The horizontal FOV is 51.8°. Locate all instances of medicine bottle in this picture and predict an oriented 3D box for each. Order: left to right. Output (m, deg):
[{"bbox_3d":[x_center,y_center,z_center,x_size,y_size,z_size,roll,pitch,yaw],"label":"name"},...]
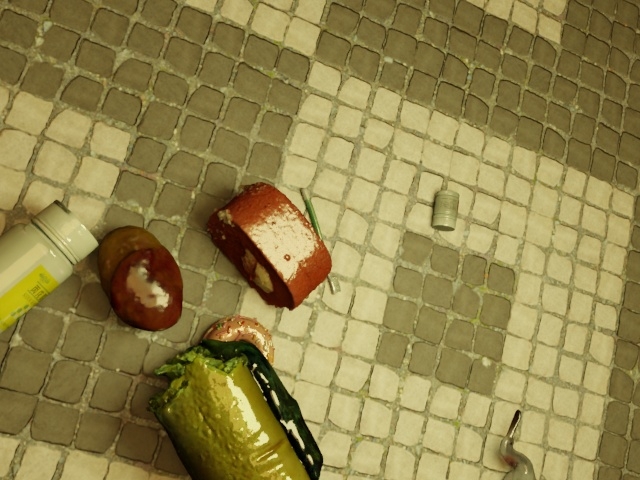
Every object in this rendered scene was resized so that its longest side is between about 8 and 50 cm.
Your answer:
[{"bbox_3d":[-0.565,0.048,1.254,0.143,0.143,0.258,47,70,-7],"label":"medicine bottle"},{"bbox_3d":[0.309,-0.073,1.623,0.058,0.058,0.091,14,77,-17],"label":"medicine bottle"}]

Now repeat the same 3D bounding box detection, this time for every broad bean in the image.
[{"bbox_3d":[-0.361,0.078,1.332,0.156,0.122,0.228,-21,91,-19],"label":"broad bean"}]

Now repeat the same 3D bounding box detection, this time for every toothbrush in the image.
[{"bbox_3d":[0.000,0.000,1.525,0.024,0.018,0.257,-17,87,-24],"label":"toothbrush"}]

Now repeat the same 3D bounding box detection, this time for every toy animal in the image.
[{"bbox_3d":[0.476,0.584,1.553,0.195,0.090,0.324,-40,104,-27],"label":"toy animal"}]

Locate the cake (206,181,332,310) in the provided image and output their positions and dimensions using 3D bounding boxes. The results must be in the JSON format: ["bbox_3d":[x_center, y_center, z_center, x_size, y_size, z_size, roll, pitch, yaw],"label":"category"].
[{"bbox_3d":[-0.106,0.012,1.402,0.151,0.177,0.283,-40,96,-20],"label":"cake"}]

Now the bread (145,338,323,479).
[{"bbox_3d":[-0.165,0.380,1.281,0.251,0.208,0.376,-29,94,21],"label":"bread"}]

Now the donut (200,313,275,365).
[{"bbox_3d":[-0.160,0.216,1.408,0.166,0.065,0.117,31,73,-14],"label":"donut"}]
